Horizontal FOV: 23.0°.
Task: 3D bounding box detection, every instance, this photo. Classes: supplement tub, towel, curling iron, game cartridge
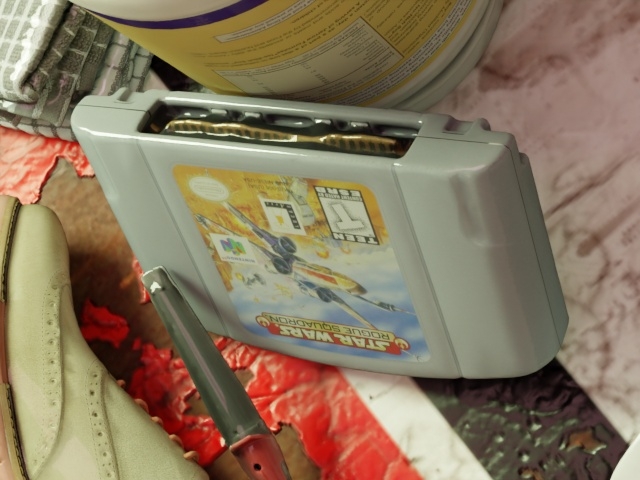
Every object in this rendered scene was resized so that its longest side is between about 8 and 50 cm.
[{"bbox_3d":[-0.026,-0.207,0.958,0.241,0.331,0.241,-5,77,21],"label":"supplement tub"},{"bbox_3d":[-0.227,-0.227,1.158,0.235,0.121,0.284,17,86,25],"label":"towel"},{"bbox_3d":[-0.053,0.143,1.016,0.068,0.035,0.274,-22,88,-17],"label":"curling iron"},{"bbox_3d":[0.000,0.000,0.981,0.297,0.198,0.062,7,44,29],"label":"game cartridge"}]

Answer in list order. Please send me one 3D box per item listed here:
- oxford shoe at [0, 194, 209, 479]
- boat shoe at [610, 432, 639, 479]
[{"bbox_3d":[-0.154,0.150,1.070,0.146,0.140,0.397,-9,71,-9],"label":"oxford shoe"},{"bbox_3d":[0.289,0.056,0.902,0.102,0.108,0.301,37,97,24],"label":"boat shoe"}]
